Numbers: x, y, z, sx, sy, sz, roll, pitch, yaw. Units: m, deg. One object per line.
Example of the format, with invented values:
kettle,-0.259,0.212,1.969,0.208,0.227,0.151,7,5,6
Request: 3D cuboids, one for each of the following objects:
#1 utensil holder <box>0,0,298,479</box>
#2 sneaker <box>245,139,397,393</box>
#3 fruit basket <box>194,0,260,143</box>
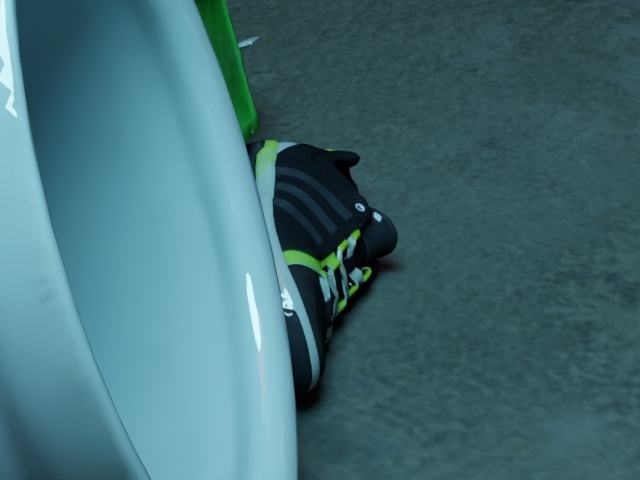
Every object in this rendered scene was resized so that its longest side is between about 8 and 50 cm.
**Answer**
utensil holder,-0.240,0.034,0.756,0.385,0.327,0.327,-15,33,10
sneaker,0.000,0.000,1.049,0.097,0.084,0.235,-4,34,-4
fruit basket,-0.224,-0.078,1.058,0.353,0.165,0.327,-7,10,7
